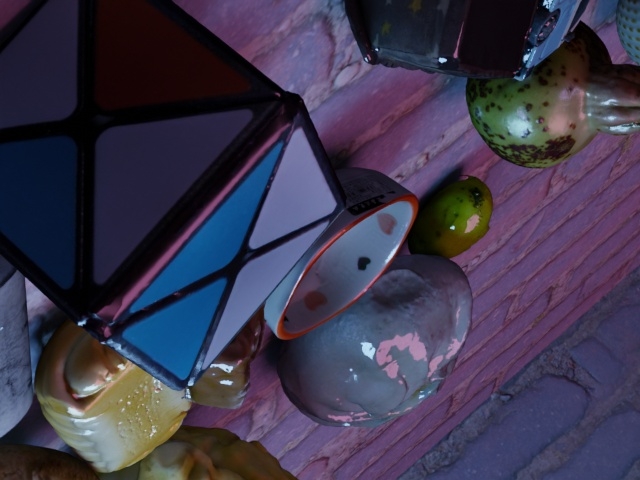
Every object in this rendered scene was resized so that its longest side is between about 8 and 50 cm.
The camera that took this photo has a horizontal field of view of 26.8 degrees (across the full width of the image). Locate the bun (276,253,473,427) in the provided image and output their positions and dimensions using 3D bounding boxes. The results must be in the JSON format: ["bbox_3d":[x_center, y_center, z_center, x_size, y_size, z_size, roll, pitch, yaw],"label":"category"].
[{"bbox_3d":[0.100,0.169,2.107,0.354,0.194,0.354,-26,157,-12],"label":"bun"}]

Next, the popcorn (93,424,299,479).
[{"bbox_3d":[-0.180,0.417,1.878,0.390,0.354,0.344,10,116,-37],"label":"popcorn"}]

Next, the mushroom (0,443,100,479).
[{"bbox_3d":[-0.337,0.322,1.622,0.151,0.156,0.285,-47,134,5],"label":"mushroom"}]

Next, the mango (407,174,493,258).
[{"bbox_3d":[0.208,-0.025,2.146,0.119,0.100,0.178,-25,162,-52],"label":"mango"}]

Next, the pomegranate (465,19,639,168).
[{"bbox_3d":[0.333,-0.188,1.825,0.222,0.276,0.204,-54,165,-34],"label":"pomegranate"}]

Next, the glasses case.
[{"bbox_3d":[-0.349,0.113,1.380,0.114,0.060,0.299,-40,160,-30],"label":"glasses case"}]

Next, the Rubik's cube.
[{"bbox_3d":[-0.153,-0.052,1.155,0.246,0.250,0.248,-49,158,-6],"label":"Rubik's cube"}]

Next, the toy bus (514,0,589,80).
[{"bbox_3d":[0.273,-0.345,1.610,0.165,0.133,0.271,-36,156,-36],"label":"toy bus"}]

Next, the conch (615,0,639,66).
[{"bbox_3d":[0.595,-0.398,2.034,0.303,0.215,0.319,-48,163,-23],"label":"conch"}]

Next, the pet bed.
[{"bbox_3d":[0.131,-0.269,1.472,0.211,0.159,0.183,-10,115,-60],"label":"pet bed"}]

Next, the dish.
[{"bbox_3d":[0.000,0.000,1.759,0.256,0.117,0.256,-39,159,-19],"label":"dish"}]

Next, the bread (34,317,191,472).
[{"bbox_3d":[-0.249,0.174,1.604,0.173,0.121,0.311,-38,159,-18],"label":"bread"}]

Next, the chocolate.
[{"bbox_3d":[-0.109,0.079,1.582,0.148,0.093,0.214,97,2,-60],"label":"chocolate"}]
